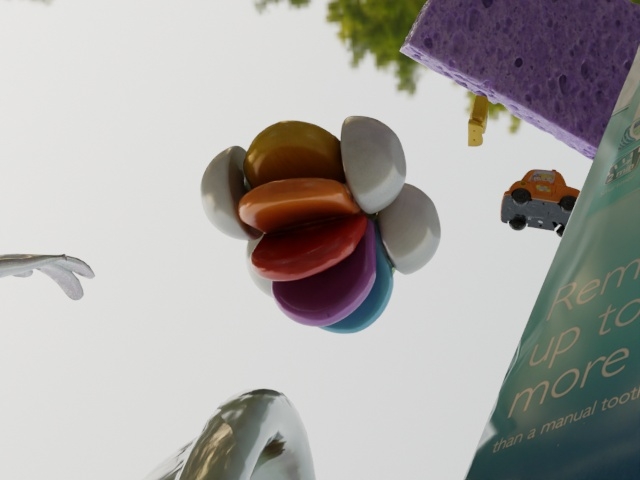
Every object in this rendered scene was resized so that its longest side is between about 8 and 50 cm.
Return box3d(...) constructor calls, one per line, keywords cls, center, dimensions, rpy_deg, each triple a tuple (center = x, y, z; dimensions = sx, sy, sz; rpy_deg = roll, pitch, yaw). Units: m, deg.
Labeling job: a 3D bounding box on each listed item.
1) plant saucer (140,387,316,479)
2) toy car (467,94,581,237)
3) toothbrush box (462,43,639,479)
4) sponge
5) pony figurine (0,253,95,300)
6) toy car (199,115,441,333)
box3d(cls="plant saucer", center=(-0.066, 0.253, 0.514), dimensions=(0.101, 0.400, 0.400), rpy_deg=(2, -124, 7))
box3d(cls="toy car", center=(0.136, -0.051, 0.886), dimensions=(0.060, 0.122, 0.040), rpy_deg=(-1, -128, 24))
box3d(cls="toothbrush box", center=(0.191, -0.002, 0.420), dimensions=(0.126, 0.216, 0.295), rpy_deg=(46, -133, -15))
box3d(cls="sponge", center=(0.177, -0.137, 1.011), dimensions=(0.210, 0.031, 0.117), rpy_deg=(29, -104, -6))
box3d(cls="pony figurine", center=(-0.391, 0.035, 0.969), dimensions=(0.351, 0.303, 0.363), rpy_deg=(-18, -108, -55))
box3d(cls="toy car", center=(0.000, 0.000, 1.068), dimensions=(0.159, 0.182, 0.136), rpy_deg=(-14, -135, 19))
